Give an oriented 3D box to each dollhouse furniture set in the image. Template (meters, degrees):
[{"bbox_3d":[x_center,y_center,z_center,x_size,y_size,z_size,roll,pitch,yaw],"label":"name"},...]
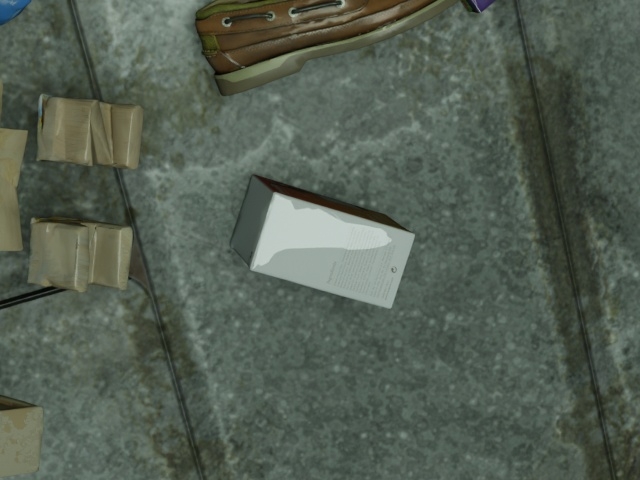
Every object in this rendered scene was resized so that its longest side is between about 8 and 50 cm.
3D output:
[{"bbox_3d":[-0.410,0.025,1.594,0.362,0.256,0.394,0,97,-52],"label":"dollhouse furniture set"}]

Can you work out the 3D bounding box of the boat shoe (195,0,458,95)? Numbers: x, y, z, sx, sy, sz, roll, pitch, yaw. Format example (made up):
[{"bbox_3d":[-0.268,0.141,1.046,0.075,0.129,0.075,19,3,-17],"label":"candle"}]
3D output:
[{"bbox_3d":[0.014,-0.260,1.717,0.307,0.111,0.104,-22,104,-4],"label":"boat shoe"}]

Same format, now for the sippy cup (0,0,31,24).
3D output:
[{"bbox_3d":[-0.375,-0.335,1.570,0.224,0.240,0.305,33,127,-27],"label":"sippy cup"}]

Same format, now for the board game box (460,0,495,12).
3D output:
[{"bbox_3d":[0.180,-0.367,1.779,0.141,0.048,0.170,-40,107,-5],"label":"board game box"}]

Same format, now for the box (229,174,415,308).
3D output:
[{"bbox_3d":[0.000,0.000,1.764,0.170,0.130,0.091,16,97,-17],"label":"box"}]
